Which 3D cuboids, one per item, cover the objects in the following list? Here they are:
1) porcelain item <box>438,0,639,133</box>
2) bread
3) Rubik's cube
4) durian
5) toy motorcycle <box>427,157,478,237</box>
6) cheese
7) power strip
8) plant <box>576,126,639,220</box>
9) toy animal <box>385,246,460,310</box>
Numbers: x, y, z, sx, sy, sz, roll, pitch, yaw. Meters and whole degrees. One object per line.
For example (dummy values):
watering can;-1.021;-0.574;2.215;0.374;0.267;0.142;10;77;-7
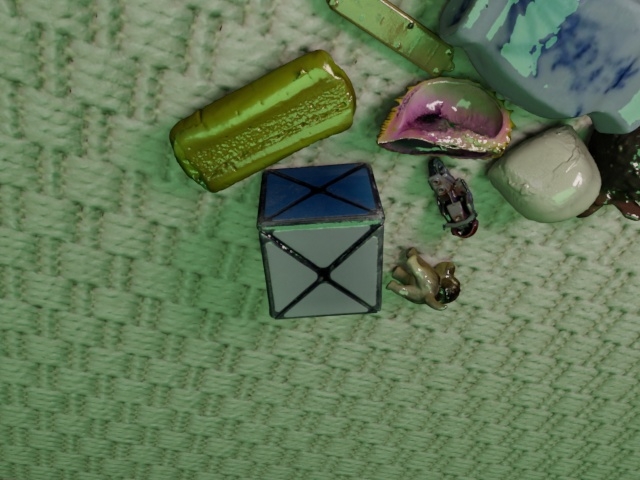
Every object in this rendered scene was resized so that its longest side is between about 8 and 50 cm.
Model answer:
porcelain item;0.426;-0.354;0.793;0.405;0.178;0.243;21;122;-14
bread;-0.116;-0.237;0.887;0.383;0.112;0.166;-24;125;12
Rubik's cube;0.000;0.000;0.974;0.259;0.260;0.255;-3;125;2
durian;0.250;-0.244;0.897;0.260;0.154;0.187;18;100;-8
toy motorcycle;0.302;-0.086;1.012;0.082;0.122;0.213;-25;123;31
cheese;0.495;-0.130;0.963;0.198;0.189;0.154;-33;153;20
power strip;0.128;-0.403;0.826;0.305;0.044;0.064;24;121;-20
plant;0.675;-0.155;0.946;0.204;0.178;0.234;-11;119;2
toy animal;0.267;0.100;1.118;0.168;0.233;0.121;40;109;18
